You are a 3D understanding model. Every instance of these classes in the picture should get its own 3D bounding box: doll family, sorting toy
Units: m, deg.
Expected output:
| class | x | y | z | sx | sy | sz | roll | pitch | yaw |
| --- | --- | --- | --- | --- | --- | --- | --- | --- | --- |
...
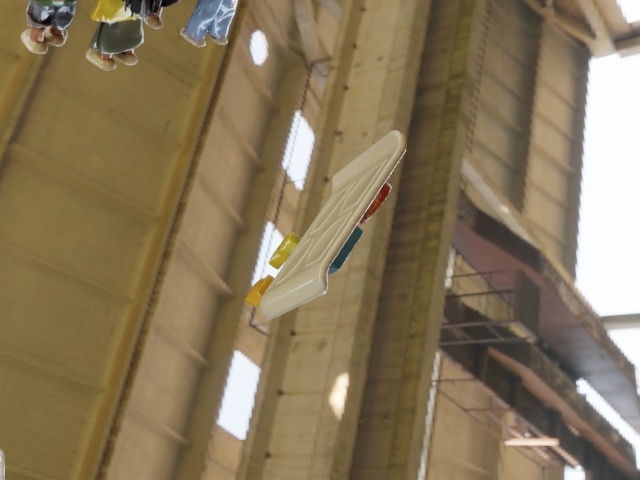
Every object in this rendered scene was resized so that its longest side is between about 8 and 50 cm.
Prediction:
| class | x | y | z | sx | sy | sz | roll | pitch | yaw |
| --- | --- | --- | --- | --- | --- | --- | --- | --- | --- |
| doll family | -0.111 | -0.179 | 0.591 | 0.076 | 0.111 | 0.193 | 41 | -138 | 15 |
| sorting toy | 0.000 | 0.000 | 1.133 | 0.041 | 0.307 | 0.229 | 34 | -114 | -11 |

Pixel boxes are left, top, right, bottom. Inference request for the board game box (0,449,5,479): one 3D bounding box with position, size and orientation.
| class | x | y | z | sx | sy | sz | roll | pitch | yaw |
| --- | --- | --- | --- | --- | --- | --- | --- | --- | --- |
| board game box | -0.318 | 0.232 | 0.290 | 0.389 | 0.050 | 0.390 | 9 | -140 | -25 |
